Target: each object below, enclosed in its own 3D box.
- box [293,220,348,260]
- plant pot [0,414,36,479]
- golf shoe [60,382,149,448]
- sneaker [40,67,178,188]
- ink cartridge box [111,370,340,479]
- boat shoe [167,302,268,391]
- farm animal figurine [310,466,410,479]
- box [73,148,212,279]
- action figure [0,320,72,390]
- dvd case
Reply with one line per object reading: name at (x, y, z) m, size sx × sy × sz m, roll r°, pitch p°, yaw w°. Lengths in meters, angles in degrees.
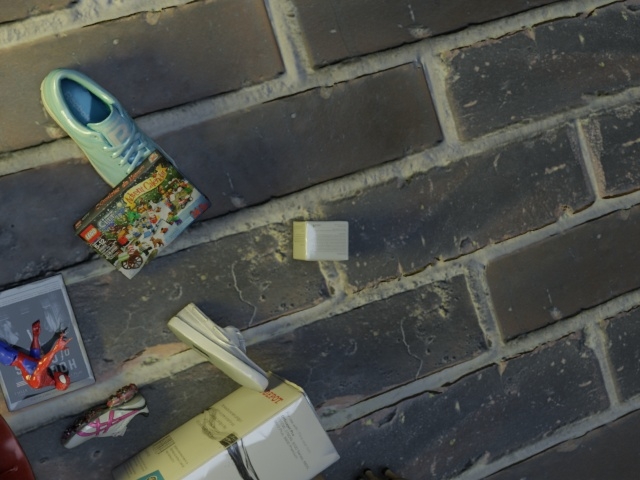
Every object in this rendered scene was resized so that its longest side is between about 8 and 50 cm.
box at (0.000, 0.000, 1.956) m, size 0.102 × 0.101 × 0.087 m, roll 1°, pitch 91°, yaw -18°
plant pot at (-0.705, 0.470, 1.658) m, size 0.265 × 0.272 × 0.272 m, roll -27°, pitch 98°, yaw -8°
golf shoe at (-0.440, 0.377, 1.832) m, size 0.186 × 0.067 × 0.086 m, roll -33°, pitch 101°, yaw -16°
sneaker at (-0.416, -0.199, 1.794) m, size 0.366 × 0.150 × 0.135 m, roll 41°, pitch 79°, yaw -14°
ink cartridge box at (-0.196, 0.451, 1.797) m, size 0.395 × 0.285 × 0.166 m, roll -32°, pitch 101°, yaw -15°
boat shoe at (-0.199, 0.214, 1.849) m, size 0.258 × 0.095 × 0.084 m, roll 34°, pitch 67°, yaw 18°
farm animal figurine at (0.036, 0.593, 1.905) m, size 0.330 × 0.172 × 0.327 m, roll -47°, pitch 115°, yaw -8°
box at (-0.359, -0.051, 1.810) m, size 0.233 × 0.044 × 0.159 m, roll -43°, pitch 126°, yaw 2°
action figure at (-0.595, 0.190, 1.735) m, size 0.280 × 0.091 × 0.139 m, roll 35°, pitch 90°, yaw -15°
dvd case at (-0.577, 0.205, 1.807) m, size 0.179 × 0.029 × 0.238 m, roll -18°, pitch 95°, yaw -17°
